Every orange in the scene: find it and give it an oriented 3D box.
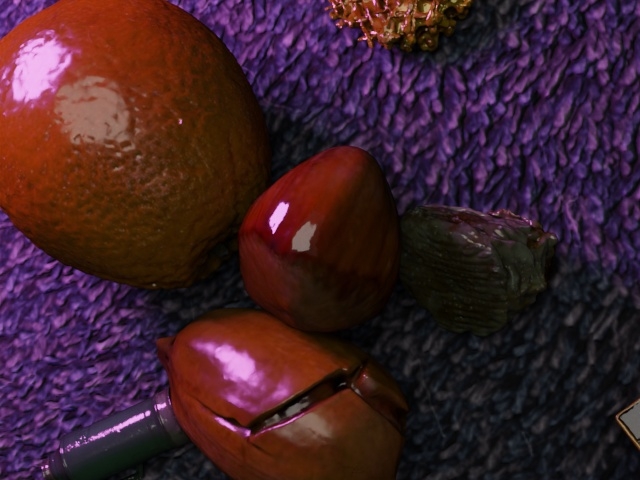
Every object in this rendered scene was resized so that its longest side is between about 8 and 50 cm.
[{"bbox_3d":[-0.224,-0.113,1.470,0.322,0.322,0.357,-39,84,2],"label":"orange"}]

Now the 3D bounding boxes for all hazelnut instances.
[{"bbox_3d":[0.010,0.004,1.379,0.210,0.210,0.186,-30,73,5],"label":"hazelnut"}]

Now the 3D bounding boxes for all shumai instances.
[{"bbox_3d":[0.181,0.004,1.444,0.184,0.184,0.142,27,51,15],"label":"shumai"}]

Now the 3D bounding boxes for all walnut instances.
[{"bbox_3d":[-0.056,0.182,1.434,0.336,0.209,0.209,22,84,24],"label":"walnut"}]

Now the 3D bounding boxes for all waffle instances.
[{"bbox_3d":[0.101,-0.327,1.561,0.193,0.070,0.197,33,87,15],"label":"waffle"}]

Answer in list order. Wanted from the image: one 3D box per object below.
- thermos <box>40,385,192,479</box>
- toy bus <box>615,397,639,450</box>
[{"bbox_3d":[-0.245,0.245,1.528,0.187,0.083,0.073,-24,54,8],"label":"thermos"},{"bbox_3d":[0.483,0.135,1.366,0.335,0.123,0.121,-38,73,2],"label":"toy bus"}]
